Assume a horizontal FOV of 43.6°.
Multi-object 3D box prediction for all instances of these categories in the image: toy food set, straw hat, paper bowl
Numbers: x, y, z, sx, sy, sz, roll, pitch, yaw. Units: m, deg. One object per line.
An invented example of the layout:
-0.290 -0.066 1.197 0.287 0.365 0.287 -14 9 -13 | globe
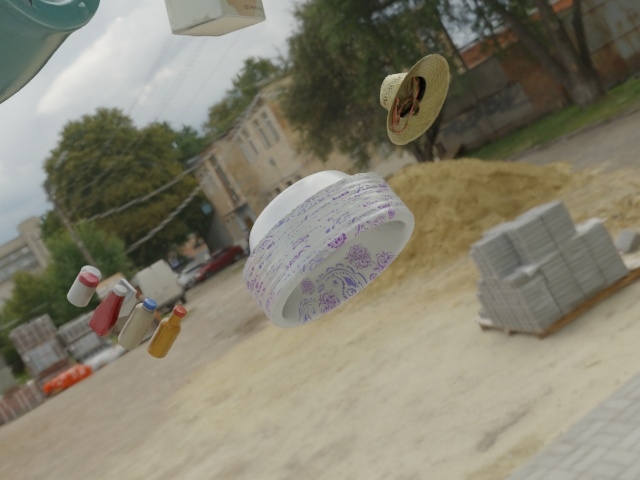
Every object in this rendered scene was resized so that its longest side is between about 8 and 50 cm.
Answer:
-0.357 0.106 1.440 0.104 0.232 0.111 -57 -21 19 | toy food set
0.121 -0.215 1.171 0.144 0.061 0.145 -34 -40 -34 | straw hat
0.000 0.000 1.289 0.284 0.148 0.284 -33 -19 -13 | paper bowl

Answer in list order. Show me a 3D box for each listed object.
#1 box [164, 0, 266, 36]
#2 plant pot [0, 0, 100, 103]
-0.211 -0.526 1.406 0.121 0.311 0.148 -10 7 30 | box
-0.370 -0.252 0.795 0.255 0.272 0.271 -14 11 27 | plant pot
